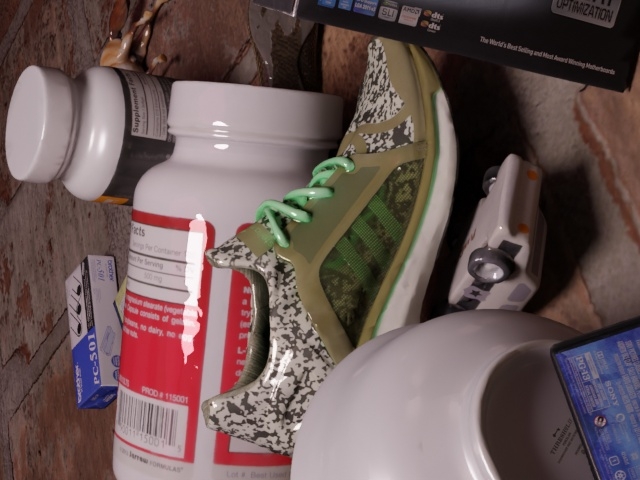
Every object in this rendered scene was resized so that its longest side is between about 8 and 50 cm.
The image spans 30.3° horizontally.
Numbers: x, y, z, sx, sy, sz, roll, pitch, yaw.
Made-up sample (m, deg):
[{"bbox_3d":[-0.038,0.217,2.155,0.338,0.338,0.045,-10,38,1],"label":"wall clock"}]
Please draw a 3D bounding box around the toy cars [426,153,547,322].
[{"bbox_3d":[0.121,0.113,1.016,0.176,0.087,0.393,-89,18,-74],"label":"toy cars"}]

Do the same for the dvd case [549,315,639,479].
[{"bbox_3d":[0.282,0.103,0.687,0.253,0.022,0.180,-19,60,7],"label":"dvd case"}]

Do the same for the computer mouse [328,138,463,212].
[{"bbox_3d":[0.058,-0.069,1.187,0.242,0.041,0.071,19,101,57],"label":"computer mouse"}]

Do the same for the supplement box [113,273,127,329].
[{"bbox_3d":[-0.212,0.075,1.533,0.083,0.083,0.056,-59,40,31],"label":"supplement box"}]

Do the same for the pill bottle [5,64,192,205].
[{"bbox_3d":[-0.215,-0.118,1.393,0.162,0.278,0.162,-14,73,56],"label":"pill bottle"}]

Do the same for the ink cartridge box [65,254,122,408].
[{"bbox_3d":[-0.330,0.134,1.737,0.097,0.046,0.207,-41,52,48],"label":"ink cartridge box"}]

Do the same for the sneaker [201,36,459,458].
[{"bbox_3d":[0.000,0.000,1.001,0.158,0.182,0.410,145,137,-69],"label":"sneaker"}]

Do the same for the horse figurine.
[{"bbox_3d":[-0.267,-0.244,1.690,0.174,0.066,0.263,-39,55,39],"label":"horse figurine"}]

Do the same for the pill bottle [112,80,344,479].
[{"bbox_3d":[-0.081,0.051,1.191,0.229,0.229,0.407,12,98,57],"label":"pill bottle"}]

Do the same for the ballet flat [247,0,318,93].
[{"bbox_3d":[-0.035,-0.199,1.333,0.058,0.084,0.249,83,-179,-76],"label":"ballet flat"}]

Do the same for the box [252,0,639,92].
[{"bbox_3d":[0.124,-0.258,0.878,0.076,0.308,0.242,33,112,58],"label":"box"}]

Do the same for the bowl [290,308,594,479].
[{"bbox_3d":[0.138,0.157,0.778,0.134,0.298,0.297,120,142,-52],"label":"bowl"}]
